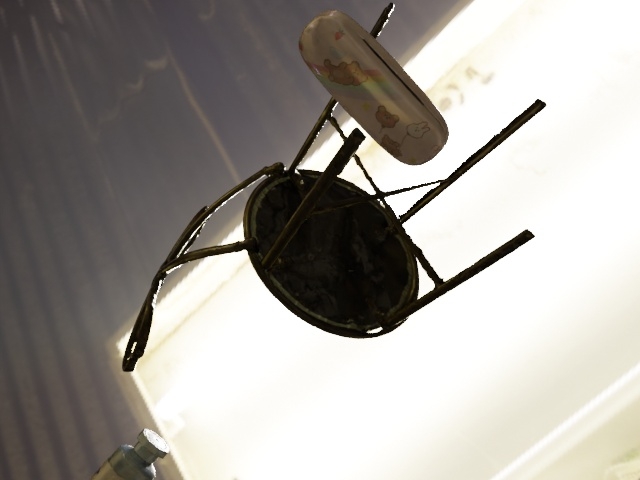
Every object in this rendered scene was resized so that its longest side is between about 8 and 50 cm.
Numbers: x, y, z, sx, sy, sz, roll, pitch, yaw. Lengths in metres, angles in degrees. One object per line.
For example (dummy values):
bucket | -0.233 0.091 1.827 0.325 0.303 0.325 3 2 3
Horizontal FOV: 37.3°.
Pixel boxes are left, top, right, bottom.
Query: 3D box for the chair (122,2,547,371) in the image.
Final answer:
chair | 0.000 0.000 0.687 0.326 0.170 0.160 -47 -159 44

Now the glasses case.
glasses case | 0.024 -0.068 0.429 0.032 0.083 0.021 -35 -169 47

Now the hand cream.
hand cream | -0.204 0.241 0.851 0.171 0.065 0.043 -47 -119 2
